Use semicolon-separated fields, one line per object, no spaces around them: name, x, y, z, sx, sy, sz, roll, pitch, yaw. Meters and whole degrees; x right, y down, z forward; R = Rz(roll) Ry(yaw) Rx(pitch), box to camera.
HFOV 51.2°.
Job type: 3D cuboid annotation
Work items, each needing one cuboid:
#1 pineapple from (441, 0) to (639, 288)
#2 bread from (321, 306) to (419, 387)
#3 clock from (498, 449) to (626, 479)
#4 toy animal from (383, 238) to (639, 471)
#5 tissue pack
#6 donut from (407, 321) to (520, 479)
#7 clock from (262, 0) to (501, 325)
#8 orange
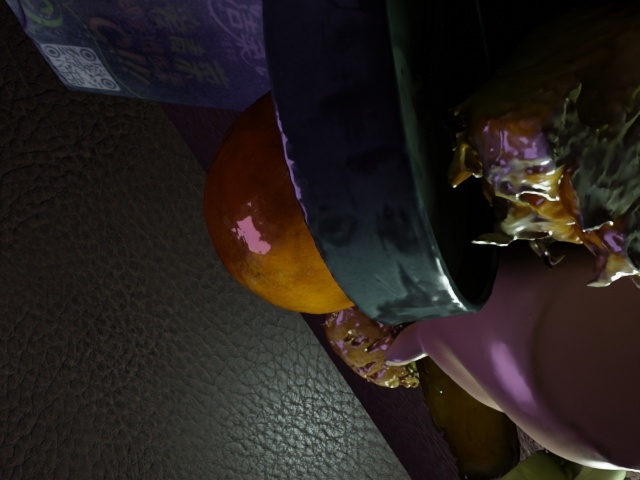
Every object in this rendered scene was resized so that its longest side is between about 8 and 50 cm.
pineapple;0.180;-0.063;0.386;0.236;0.186;0.114;14;-172;-39
bread;0.085;0.116;1.086;0.160;0.147;0.261;-72;-33;-47
clock;0.245;0.374;0.871;0.096;0.308;0.235;49;166;26
toy animal;0.204;0.075;0.593;0.213;0.195;0.256;25;176;-10
tissue pack;-0.193;-0.293;0.818;0.394;0.124;0.288;10;150;18
donut;0.210;0.216;0.956;0.272;0.107;0.272;-17;-90;-81
clock;0.063;-0.105;0.452;0.319;0.066;0.319;-7;-90;-66
orange;0.015;-0.050;0.731;0.226;0.284;0.284;51;167;24
